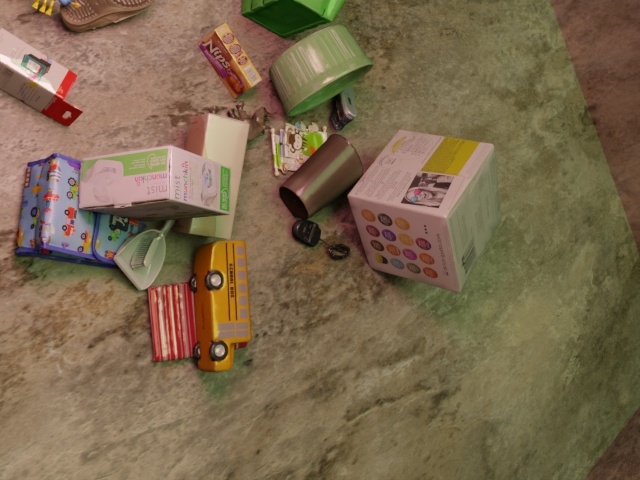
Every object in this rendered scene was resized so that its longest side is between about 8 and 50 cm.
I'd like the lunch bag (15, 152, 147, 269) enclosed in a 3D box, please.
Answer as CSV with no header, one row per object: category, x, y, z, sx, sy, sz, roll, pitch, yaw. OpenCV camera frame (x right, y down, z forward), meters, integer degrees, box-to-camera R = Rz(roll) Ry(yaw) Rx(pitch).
lunch bag,-0.552,-0.055,1.525,0.293,0.138,0.221,17,71,-50

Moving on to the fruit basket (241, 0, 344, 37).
fruit basket,-0.067,-0.826,1.852,0.283,0.392,0.392,20,71,-32

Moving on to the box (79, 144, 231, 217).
box,-0.379,-0.121,1.465,0.231,0.262,0.127,14,75,-63

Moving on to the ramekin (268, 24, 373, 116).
ramekin,-0.007,-0.511,1.892,0.303,0.303,0.148,-32,94,-36

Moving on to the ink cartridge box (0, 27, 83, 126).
ink cartridge box,-0.663,-0.373,1.474,0.231,0.134,0.078,32,64,-29

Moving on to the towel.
towel,-0.324,0.207,1.690,0.274,0.031,0.199,-3,84,-37

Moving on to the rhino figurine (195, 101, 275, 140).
rhino figurine,-0.232,-0.337,1.826,0.243,0.073,0.106,-17,86,-36

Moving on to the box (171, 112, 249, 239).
box,-0.291,-0.166,1.666,0.121,0.148,0.311,9,89,-33

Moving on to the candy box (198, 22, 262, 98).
candy box,-0.259,-0.513,1.815,0.053,0.109,0.187,-45,109,-33

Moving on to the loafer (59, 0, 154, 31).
loafer,-0.551,-0.610,1.625,0.268,0.092,0.102,-32,102,-33

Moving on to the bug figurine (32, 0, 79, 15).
bug figurine,-0.663,-0.671,1.513,0.216,0.072,0.279,20,50,-25

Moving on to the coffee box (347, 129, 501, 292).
coffee box,0.336,-0.098,1.980,0.338,0.334,0.338,-53,141,-30

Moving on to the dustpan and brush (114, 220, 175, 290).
dustpan and brush,-0.423,0.006,1.600,0.147,0.060,0.211,67,31,-48

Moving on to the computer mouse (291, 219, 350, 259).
computer mouse,0.000,0.000,1.968,0.242,0.041,0.071,31,74,-36

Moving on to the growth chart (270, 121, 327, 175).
growth chart,-0.062,-0.290,1.978,0.237,0.021,0.172,-8,88,-39

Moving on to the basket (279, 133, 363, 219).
basket,-0.002,-0.180,1.908,0.227,0.154,0.204,-42,151,-23

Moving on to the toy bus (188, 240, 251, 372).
toy bus,-0.260,0.171,1.657,0.130,0.108,0.333,0,82,-38

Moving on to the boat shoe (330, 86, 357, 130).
boat shoe,0.068,-0.446,2.081,0.065,0.083,0.183,27,40,-31
